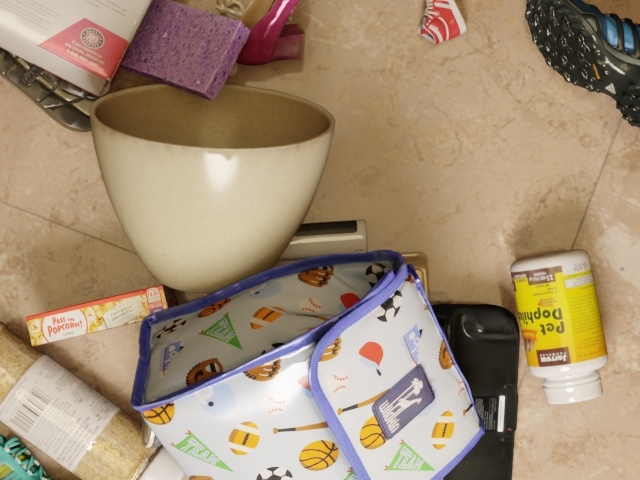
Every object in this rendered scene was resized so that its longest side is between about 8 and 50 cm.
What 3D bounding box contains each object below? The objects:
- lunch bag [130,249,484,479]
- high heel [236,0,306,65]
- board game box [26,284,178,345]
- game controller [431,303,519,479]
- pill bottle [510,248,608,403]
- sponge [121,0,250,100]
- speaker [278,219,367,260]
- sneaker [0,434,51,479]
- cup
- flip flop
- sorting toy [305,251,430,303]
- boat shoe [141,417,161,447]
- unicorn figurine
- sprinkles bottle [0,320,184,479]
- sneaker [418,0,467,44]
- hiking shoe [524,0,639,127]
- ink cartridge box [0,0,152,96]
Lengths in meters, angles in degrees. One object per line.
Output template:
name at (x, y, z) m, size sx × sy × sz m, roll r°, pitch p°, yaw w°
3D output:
lunch bag at (-0.006, 0.209, 1.472) m, size 0.385 × 0.239 × 0.328 m, roll -22°, pitch 122°, yaw 8°
high heel at (-0.076, -0.362, 1.559) m, size 0.117 × 0.082 × 0.244 m, roll -5°, pitch 129°, yaw -17°
board game box at (-0.308, 0.105, 1.592) m, size 0.193 × 0.147 × 0.045 m, roll -13°, pitch 90°, yaw -3°
game controller at (0.210, 0.252, 1.637) m, size 0.166 × 0.067 × 0.319 m, roll 0°, pitch 98°, yaw -17°
pill bottle at (0.353, 0.126, 1.625) m, size 0.117 × 0.117 × 0.215 m, roll -11°, pitch 89°, yaw -2°
sponge at (-0.205, -0.282, 1.599) m, size 0.210 × 0.031 × 0.117 m, roll 23°, pitch 84°, yaw 35°
speaker at (0.000, 0.000, 1.649) m, size 0.136 × 0.055 × 0.055 m, roll -3°, pitch 89°, yaw -1°
sneaker at (-0.454, 0.339, 1.608) m, size 0.275 × 0.107 × 0.110 m, roll 14°, pitch 80°, yaw -1°
cup at (-0.153, -0.065, 1.540) m, size 0.331 × 0.331 × 0.237 m, roll 4°, pitch 111°, yaw -2°
flip flop at (-0.427, -0.272, 1.636) m, size 0.277 × 0.080 × 0.112 m, roll 45°, pitch 81°, yaw -15°
sorting toy at (0.069, 0.123, 1.658) m, size 0.193 × 0.038 × 0.208 m, roll -4°, pitch 96°, yaw -2°
boat shoe at (-0.208, 0.207, 1.596) m, size 0.065 × 0.075 × 0.206 m, roll 21°, pitch 52°, yaw -17°
unicorn figurine at (-0.115, -0.316, 1.655) m, size 0.111 × 0.060 × 0.162 m, roll 31°, pitch 102°, yaw -10°
sprinkles bottle at (-0.360, 0.262, 1.599) m, size 0.355 × 0.121 × 0.121 m, roll 36°, pitch 88°, yaw -1°
sneaker at (0.166, -0.353, 1.666) m, size 0.067 × 0.042 × 0.118 m, roll -29°, pitch 92°, yaw -5°
hiking shoe at (0.440, -0.284, 1.659) m, size 0.304 × 0.113 × 0.132 m, roll 43°, pitch 58°, yaw 6°
ink cartridge box at (-0.333, -0.379, 1.560) m, size 0.207 × 0.117 × 0.283 m, roll 27°, pitch 78°, yaw -13°
